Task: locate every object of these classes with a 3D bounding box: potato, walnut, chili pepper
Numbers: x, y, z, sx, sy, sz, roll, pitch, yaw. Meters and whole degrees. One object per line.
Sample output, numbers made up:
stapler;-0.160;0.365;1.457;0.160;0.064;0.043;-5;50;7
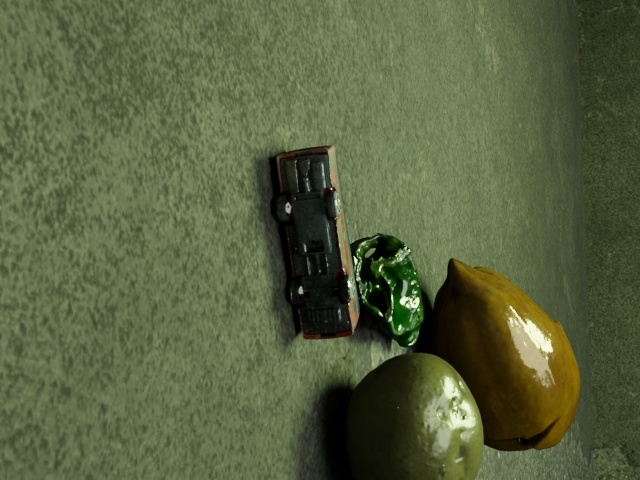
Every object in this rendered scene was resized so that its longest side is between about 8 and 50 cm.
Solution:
potato;0.104;0.228;1.157;0.178;0.160;0.235;-43;139;-38
walnut;0.251;0.164;1.489;0.336;0.208;0.209;61;30;-23
chili pepper;0.085;0.078;1.256;0.216;0.062;0.108;56;42;-53

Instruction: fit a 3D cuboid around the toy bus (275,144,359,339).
toy bus;0.000;0.000;1.045;0.077;0.065;0.192;-47;130;-71
